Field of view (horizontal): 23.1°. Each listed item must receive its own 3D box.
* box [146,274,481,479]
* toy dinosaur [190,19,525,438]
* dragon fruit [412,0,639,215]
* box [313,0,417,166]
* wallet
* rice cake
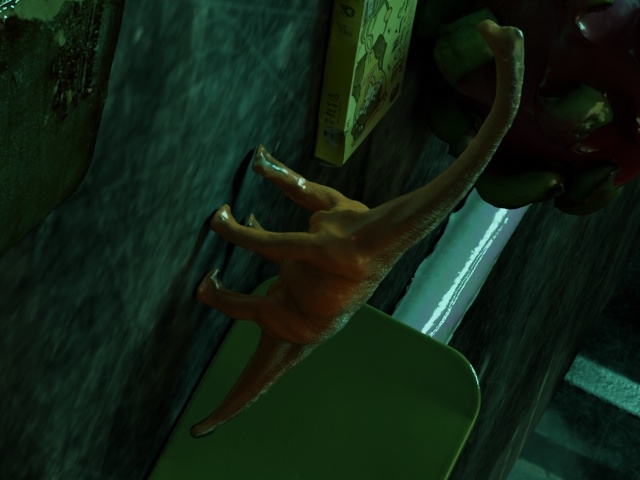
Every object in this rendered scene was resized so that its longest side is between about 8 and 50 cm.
[{"bbox_3d":[-0.008,0.135,0.874,0.201,0.144,0.090,-62,168,-11],"label":"box"},{"bbox_3d":[0.002,-0.003,0.763,0.279,0.101,0.055,-61,180,37],"label":"toy dinosaur"},{"bbox_3d":[0.159,-0.112,0.933,0.273,0.198,0.218,44,64,-75],"label":"dragon fruit"},{"bbox_3d":[0.027,-0.108,0.825,0.073,0.020,0.149,-53,162,-36],"label":"box"},{"bbox_3d":[-0.129,-0.004,0.447,0.232,0.031,0.122,-47,159,-46],"label":"wallet"},{"bbox_3d":[0.119,0.011,1.268,0.270,0.055,0.049,-54,158,-28],"label":"rice cake"}]
